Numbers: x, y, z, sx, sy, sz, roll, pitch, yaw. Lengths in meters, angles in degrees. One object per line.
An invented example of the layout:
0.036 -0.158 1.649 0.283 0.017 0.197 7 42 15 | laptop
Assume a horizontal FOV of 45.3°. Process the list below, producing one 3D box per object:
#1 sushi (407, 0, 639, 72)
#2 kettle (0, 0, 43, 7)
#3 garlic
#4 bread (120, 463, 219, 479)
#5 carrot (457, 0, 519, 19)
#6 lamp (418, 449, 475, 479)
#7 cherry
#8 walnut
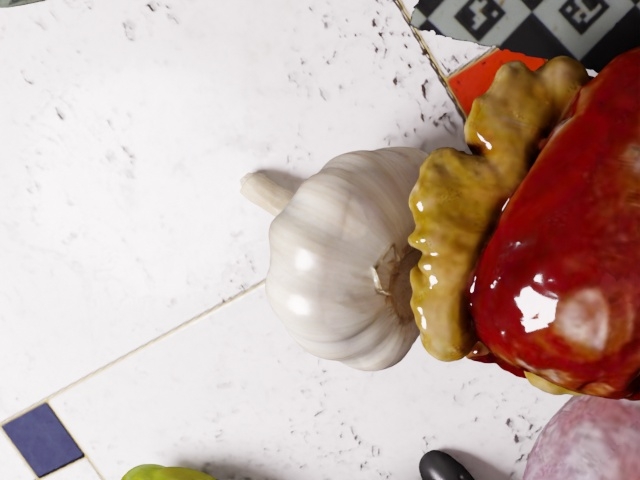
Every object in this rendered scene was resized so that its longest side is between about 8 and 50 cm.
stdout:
0.246 -0.251 0.529 0.292 0.059 0.294 12 112 -10 | sushi
-0.292 -0.373 0.596 0.319 0.247 0.342 -31 91 47 | kettle
0.000 0.000 0.685 0.226 0.199 0.199 26 116 36 | garlic
-0.166 0.433 0.817 0.208 0.251 0.376 9 113 -16 | bread
0.194 -0.292 0.574 0.078 0.078 0.298 38 108 -1 | carrot
0.067 0.323 0.725 0.198 0.244 0.197 35 137 40 | lamp
0.293 0.225 0.646 0.236 0.213 0.285 14 92 -10 | cherry
0.190 -0.016 0.576 0.244 0.222 0.269 20 90 4 | walnut
